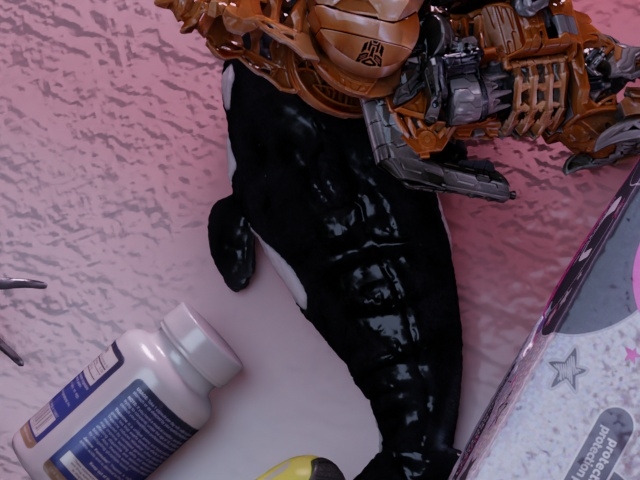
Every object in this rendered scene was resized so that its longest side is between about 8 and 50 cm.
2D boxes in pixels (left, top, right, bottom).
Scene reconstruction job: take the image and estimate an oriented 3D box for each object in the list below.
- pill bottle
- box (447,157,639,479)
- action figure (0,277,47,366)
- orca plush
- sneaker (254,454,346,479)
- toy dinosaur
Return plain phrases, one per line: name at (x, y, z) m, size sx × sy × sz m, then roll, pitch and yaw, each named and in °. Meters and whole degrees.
pill bottle at (-0.102, 0.091, 1.005) m, size 0.120 × 0.067 × 0.067 m, roll -42°, pitch 67°, yaw 2°
box at (0.172, 0.077, 0.862) m, size 0.163 × 0.142 × 0.247 m, roll 30°, pitch 84°, yaw 6°
action figure at (-0.302, 0.022, 1.052) m, size 0.276 × 0.141 × 0.164 m, roll 4°, pitch 74°, yaw 22°
orca plush at (0.000, 0.000, 0.981) m, size 0.151 × 0.102 × 0.287 m, roll -9°, pitch 72°, yaw 15°
sneaker at (-0.076, 0.164, 0.956) m, size 0.208 × 0.081 × 0.094 m, roll -40°, pitch 53°, yaw 18°
toy dinosaur at (0.036, -0.136, 0.947) m, size 0.164 × 0.322 × 0.218 m, roll -17°, pitch 59°, yaw 52°
